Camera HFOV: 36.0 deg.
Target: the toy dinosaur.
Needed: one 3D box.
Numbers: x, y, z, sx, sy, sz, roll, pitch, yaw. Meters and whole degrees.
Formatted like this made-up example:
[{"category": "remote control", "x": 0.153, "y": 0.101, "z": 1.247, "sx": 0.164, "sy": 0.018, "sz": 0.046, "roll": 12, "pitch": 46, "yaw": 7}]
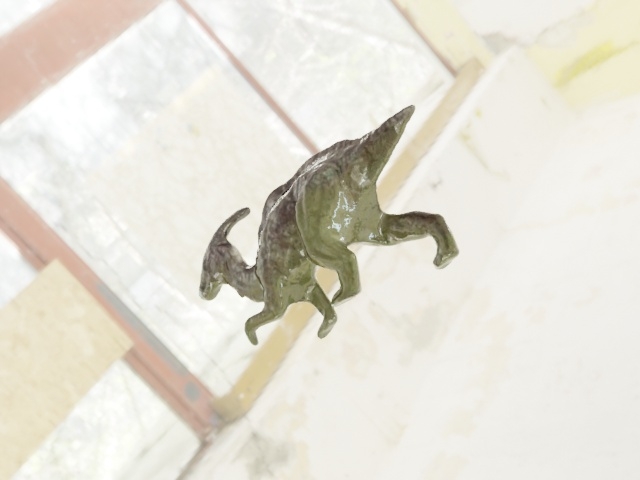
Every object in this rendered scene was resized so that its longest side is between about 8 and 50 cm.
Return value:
[{"category": "toy dinosaur", "x": -0.005, "y": -0.001, "z": 0.928, "sx": 0.294, "sy": 0.162, "sz": 0.077, "roll": -31, "pitch": 156, "yaw": 17}]
